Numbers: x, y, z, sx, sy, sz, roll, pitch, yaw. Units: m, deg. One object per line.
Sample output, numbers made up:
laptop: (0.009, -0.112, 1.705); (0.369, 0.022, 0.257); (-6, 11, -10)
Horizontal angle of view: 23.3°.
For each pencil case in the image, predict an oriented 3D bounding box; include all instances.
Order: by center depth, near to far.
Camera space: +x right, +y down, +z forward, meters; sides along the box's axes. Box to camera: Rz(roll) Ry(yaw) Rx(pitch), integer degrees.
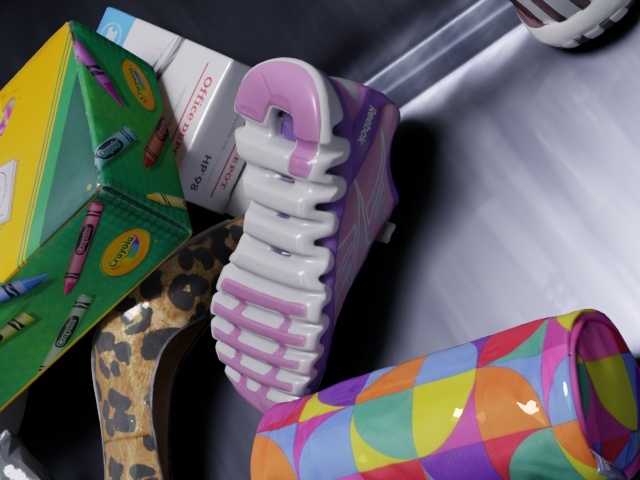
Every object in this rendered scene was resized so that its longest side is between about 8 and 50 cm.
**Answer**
pencil case: (0.074, 0.115, 0.879); (0.236, 0.104, 0.104); (-18, 66, 33)

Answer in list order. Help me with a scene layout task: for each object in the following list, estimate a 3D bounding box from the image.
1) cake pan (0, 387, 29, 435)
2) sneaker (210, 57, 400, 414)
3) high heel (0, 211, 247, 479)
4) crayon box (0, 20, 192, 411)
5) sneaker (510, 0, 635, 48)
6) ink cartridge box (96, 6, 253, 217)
cake pan: (-0.335, 0.111, 1.226); (0.293, 0.054, 0.293); (-12, 69, 35)
sneaker: (0.000, 0.000, 0.979); (0.095, 0.105, 0.236); (24, 114, 39)
high heel: (-0.083, 0.124, 1.031); (0.186, 0.093, 0.261); (42, 91, 16)
crayon box: (-0.215, 0.006, 1.050); (0.278, 0.081, 0.165); (-42, 43, 24)
sneaker: (0.090, -0.256, 0.934); (0.106, 0.162, 0.281); (-37, 57, 24)
ink cartridge box: (-0.098, -0.089, 1.097); (0.180, 0.060, 0.104); (27, 93, 40)
